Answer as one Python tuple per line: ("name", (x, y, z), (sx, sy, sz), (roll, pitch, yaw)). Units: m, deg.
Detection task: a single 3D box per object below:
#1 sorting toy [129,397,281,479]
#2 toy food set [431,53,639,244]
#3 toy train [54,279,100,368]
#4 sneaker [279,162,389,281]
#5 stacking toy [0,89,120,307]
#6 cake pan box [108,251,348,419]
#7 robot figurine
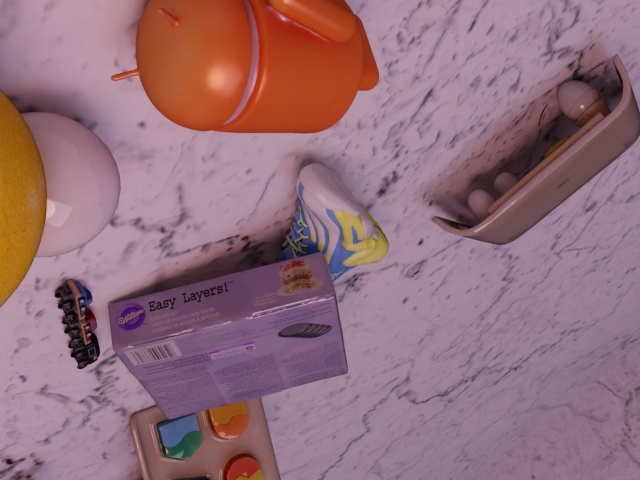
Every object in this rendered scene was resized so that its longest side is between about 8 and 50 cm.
("sorting toy", (-0.157, 0.311, 1.253), (0.208, 0.193, 0.038), (-17, -173, -32))
("toy food set", (0.300, -0.110, 1.184), (0.306, 0.092, 0.220), (-41, 162, 15))
("toy train", (-0.263, 0.093, 0.959), (0.036, 0.027, 0.158), (-25, 150, -23))
("sneaker", (0.000, 0.000, 1.021), (0.126, 0.091, 0.240), (-37, 152, 6))
("stacking toy", (-0.297, -0.019, 0.547), (0.350, 0.350, 0.480), (-46, 165, 20))
("cake pan box", (-0.104, 0.126, 1.063), (0.267, 0.070, 0.246), (-15, 148, -1))
("robot figurine", (-0.053, -0.151, 0.706), (0.219, 0.158, 0.128), (-6, 112, -40))
